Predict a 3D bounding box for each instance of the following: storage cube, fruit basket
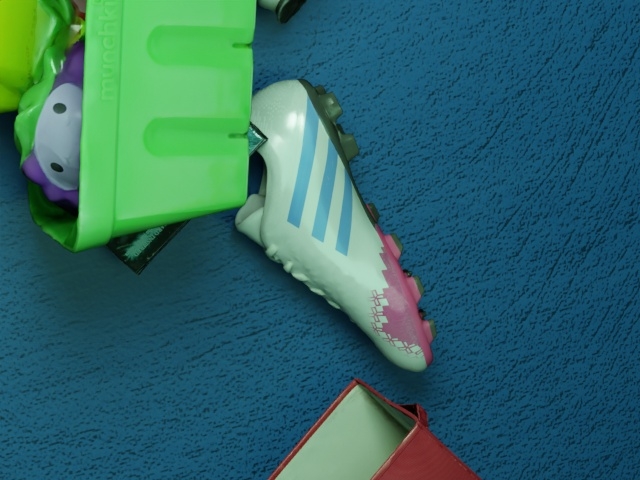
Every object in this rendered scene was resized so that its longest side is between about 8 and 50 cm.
[{"bbox_3d":[0.071,0.287,1.999,0.193,0.184,0.215,44,84,-21],"label":"storage cube"},{"bbox_3d":[-0.258,-0.185,1.742,0.392,0.283,0.392,-3,99,-18],"label":"fruit basket"}]

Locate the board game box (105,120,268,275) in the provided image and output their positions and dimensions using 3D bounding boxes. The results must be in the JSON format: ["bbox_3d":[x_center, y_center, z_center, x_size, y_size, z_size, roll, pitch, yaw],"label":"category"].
[{"bbox_3d":[-0.158,-0.075,1.894,0.126,0.026,0.186,44,98,-1],"label":"board game box"}]

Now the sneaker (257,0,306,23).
[{"bbox_3d":[-0.022,-0.425,1.872,0.182,0.158,0.410,23,86,-4],"label":"sneaker"}]

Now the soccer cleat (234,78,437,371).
[{"bbox_3d":[0.000,0.000,1.971,0.143,0.116,0.331,-26,102,-3],"label":"soccer cleat"}]
